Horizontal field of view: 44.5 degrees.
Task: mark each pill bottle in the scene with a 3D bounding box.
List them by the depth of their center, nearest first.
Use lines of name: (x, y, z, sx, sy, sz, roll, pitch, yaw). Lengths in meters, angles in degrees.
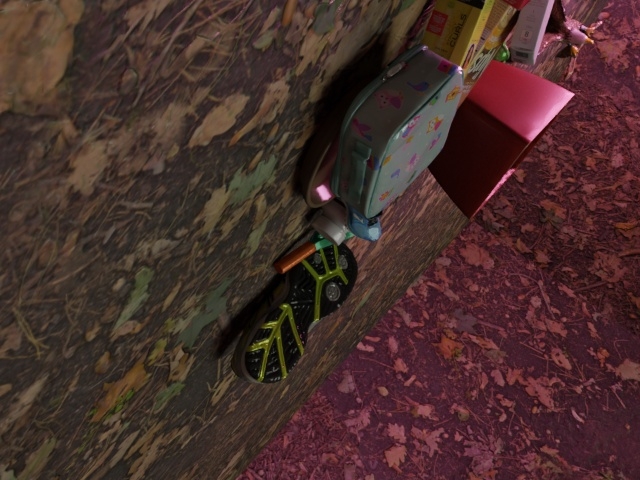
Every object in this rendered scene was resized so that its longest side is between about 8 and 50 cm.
pill bottle: (0.061, -0.076, 1.536, 0.169, 0.094, 0.094, -51, 167, -7)

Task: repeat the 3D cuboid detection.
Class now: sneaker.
sneaker: (0.083, -0.048, 1.447, 0.063, 0.073, 0.162, -43, 140, -14)
sneaker: (-0.064, 0.137, 1.657, 0.385, 0.145, 0.147, -48, -163, -32)

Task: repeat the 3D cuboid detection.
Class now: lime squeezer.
lime squeezer: (0.406, -0.437, 1.905, 0.110, 0.059, 0.310, -5, 136, -31)

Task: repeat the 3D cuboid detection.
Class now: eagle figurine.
eagle figurine: (0.652, -0.585, 2.169, 0.298, 0.225, 0.226, 2, 85, -39)

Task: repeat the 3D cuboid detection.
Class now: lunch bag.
lunch bag: (0.116, -0.173, 1.274, 0.224, 0.108, 0.279, -42, 161, -23)

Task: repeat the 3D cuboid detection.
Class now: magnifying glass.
magnifying glass: (0.000, 0.000, 1.587, 0.231, 0.092, 0.026, -33, 123, -31)

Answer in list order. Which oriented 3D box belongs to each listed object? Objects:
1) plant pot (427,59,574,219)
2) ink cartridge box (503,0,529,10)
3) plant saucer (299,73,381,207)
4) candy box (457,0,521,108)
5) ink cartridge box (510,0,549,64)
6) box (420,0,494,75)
plant pot: (0.368, -0.260, 1.785, 0.267, 0.235, 0.267, -41, 168, -39)
ink cartridge box: (0.340, -0.509, 1.303, 0.127, 0.128, 0.176, -45, 165, -34)
plant saucer: (0.051, -0.179, 1.360, 0.278, 0.041, 0.278, -49, 167, -15)
candy box: (0.309, -0.407, 1.550, 0.316, 0.087, 0.183, -57, 168, 11)
ink cartridge box: (0.440, -0.481, 1.575, 0.189, 0.066, 0.232, -16, 119, -74)
box: (0.224, -0.351, 1.329, 0.058, 0.087, 0.232, -24, 139, -60)
